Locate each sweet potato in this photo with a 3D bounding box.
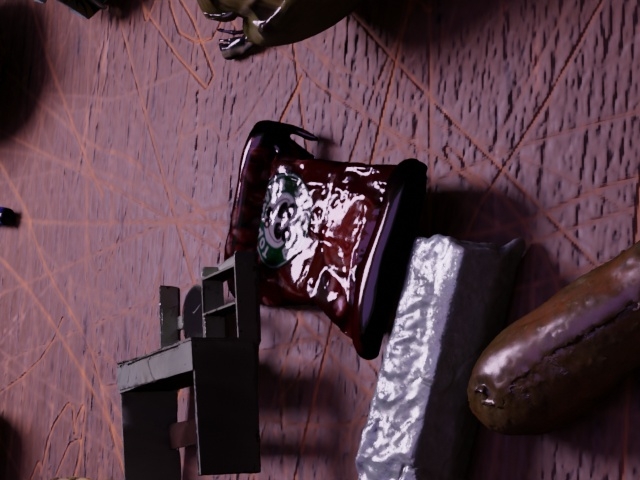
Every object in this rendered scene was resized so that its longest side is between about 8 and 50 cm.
[{"bbox_3d":[0.196,0.035,0.836,0.273,0.075,0.075,-44,52,23],"label":"sweet potato"}]

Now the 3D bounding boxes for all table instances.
[{"bbox_3d":[-0.107,0.105,1.080,0.146,0.062,0.175,-23,67,56],"label":"table"}]

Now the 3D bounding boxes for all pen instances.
[{"bbox_3d":[-0.392,-0.033,1.449,0.204,0.025,0.025,7,83,45],"label":"pen"}]

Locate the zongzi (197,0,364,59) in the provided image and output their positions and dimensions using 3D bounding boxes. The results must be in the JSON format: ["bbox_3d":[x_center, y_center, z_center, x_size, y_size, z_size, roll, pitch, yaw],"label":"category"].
[{"bbox_3d":[0.079,-0.230,0.998,0.418,0.181,0.447,26,131,7],"label":"zongzi"}]

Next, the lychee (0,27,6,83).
[{"bbox_3d":[-0.426,-0.202,1.416,0.238,0.200,0.200,-5,73,65],"label":"lychee"}]

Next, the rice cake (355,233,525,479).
[{"bbox_3d":[0.079,0.090,0.932,0.063,0.069,0.206,11,87,45],"label":"rice cake"}]

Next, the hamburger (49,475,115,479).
[{"bbox_3d":[-0.160,0.269,1.084,0.262,0.124,0.131,5,100,49],"label":"hamburger"}]

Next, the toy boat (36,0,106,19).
[{"bbox_3d":[-0.252,-0.290,1.327,0.296,0.114,0.122,22,87,46],"label":"toy boat"}]

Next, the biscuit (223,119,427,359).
[{"bbox_3d":[0.002,-0.006,1.035,0.235,0.063,0.151,19,91,53],"label":"biscuit"}]
